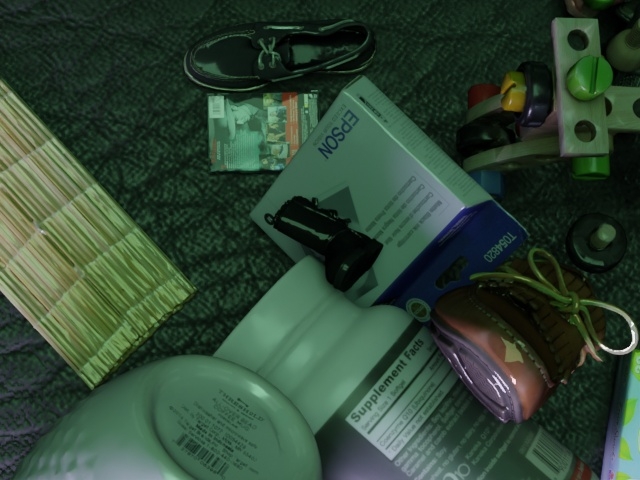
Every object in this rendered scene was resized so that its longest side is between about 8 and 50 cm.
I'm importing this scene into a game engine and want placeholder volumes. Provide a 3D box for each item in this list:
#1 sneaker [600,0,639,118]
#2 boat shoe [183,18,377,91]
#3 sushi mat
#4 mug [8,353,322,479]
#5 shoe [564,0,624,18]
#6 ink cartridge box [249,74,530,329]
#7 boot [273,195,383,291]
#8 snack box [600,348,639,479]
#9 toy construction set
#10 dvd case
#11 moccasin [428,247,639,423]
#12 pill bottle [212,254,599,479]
[{"bbox_3d":[0.394,-0.218,1.498,0.228,0.087,0.130,-23,90,0],"label":"sneaker"},{"bbox_3d":[-0.042,-0.203,1.485,0.206,0.065,0.075,-6,82,-3],"label":"boat shoe"},{"bbox_3d":[-0.286,-0.010,1.468,0.151,0.019,0.316,-43,85,-7],"label":"sushi mat"},{"bbox_3d":[-0.113,0.299,1.220,0.374,0.276,0.328,42,123,15],"label":"mug"},{"bbox_3d":[0.315,-0.310,1.520,0.063,0.081,0.178,41,51,-20],"label":"shoe"},{"bbox_3d":[0.060,-0.015,1.395,0.224,0.223,0.045,43,46,4],"label":"ink cartridge box"},{"bbox_3d":[0.000,0.000,1.333,0.099,0.121,0.045,31,109,9],"label":"boot"},{"bbox_3d":[0.399,0.213,1.443,0.207,0.070,0.174,9,82,0],"label":"snack box"},{"bbox_3d":[0.281,-0.148,1.308,0.258,0.237,0.308,24,74,4],"label":"toy construction set"},{"bbox_3d":[-0.060,-0.114,1.498,0.120,0.013,0.087,-2,82,-4],"label":"dvd case"},{"bbox_3d":[0.199,0.077,1.292,0.147,0.380,0.139,-39,78,13],"label":"moccasin"},{"bbox_3d":[0.070,0.194,1.360,0.363,0.210,0.210,41,82,4],"label":"pill bottle"}]
